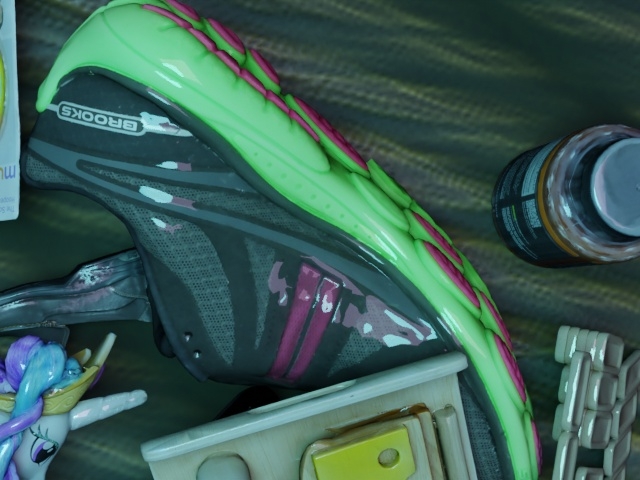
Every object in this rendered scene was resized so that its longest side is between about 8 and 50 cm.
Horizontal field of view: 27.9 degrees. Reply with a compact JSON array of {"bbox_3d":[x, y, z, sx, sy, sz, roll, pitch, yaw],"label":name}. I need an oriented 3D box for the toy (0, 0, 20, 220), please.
[{"bbox_3d":[-0.281,-0.131,0.955,0.056,0.137,0.237,5,83,-45],"label":"toy"}]

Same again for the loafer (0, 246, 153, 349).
[{"bbox_3d":[-0.209,0.059,0.994,0.170,0.062,0.061,-18,95,-8],"label":"loafer"}]

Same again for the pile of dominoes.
[{"bbox_3d":[0.194,0.195,1.003,0.040,0.196,0.251,9,85,28],"label":"pile of dominoes"}]

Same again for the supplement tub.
[{"bbox_3d":[0.206,-0.032,0.990,0.106,0.198,0.106,0,88,-9],"label":"supplement tub"}]

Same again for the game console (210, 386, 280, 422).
[{"bbox_3d":[-0.131,0.232,0.902,0.361,0.044,0.213,-46,137,-38],"label":"game console"}]

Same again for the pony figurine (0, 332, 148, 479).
[{"bbox_3d":[-0.332,0.191,0.884,0.351,0.303,0.363,19,97,-17],"label":"pony figurine"}]

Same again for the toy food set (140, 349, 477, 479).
[{"bbox_3d":[0.023,0.235,0.886,0.219,0.092,0.306,-16,114,-7],"label":"toy food set"}]

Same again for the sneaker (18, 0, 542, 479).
[{"bbox_3d":[-0.020,0.032,0.968,0.202,0.185,0.483,-43,103,14],"label":"sneaker"}]
